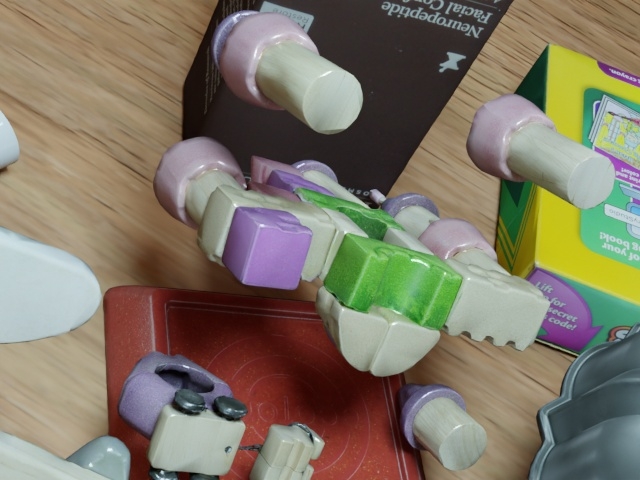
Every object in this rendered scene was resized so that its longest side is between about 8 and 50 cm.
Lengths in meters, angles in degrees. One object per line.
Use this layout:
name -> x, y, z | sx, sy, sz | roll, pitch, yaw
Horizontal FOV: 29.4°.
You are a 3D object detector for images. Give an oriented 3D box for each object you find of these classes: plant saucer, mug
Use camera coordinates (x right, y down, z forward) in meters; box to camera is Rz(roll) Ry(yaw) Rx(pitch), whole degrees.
plant saucer -> -0.032, 0.141, 0.945 | 0.258, 0.048, 0.259 | 7, 52, -21
mug -> -0.294, -0.075, 0.997 | 0.064, 0.078, 0.062 | -38, 108, -33

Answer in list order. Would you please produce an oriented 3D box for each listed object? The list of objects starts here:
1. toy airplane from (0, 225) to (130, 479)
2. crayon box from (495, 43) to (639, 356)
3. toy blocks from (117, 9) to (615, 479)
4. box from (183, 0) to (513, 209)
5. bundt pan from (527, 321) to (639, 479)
toy airplane -> -0.288, 0.130, 0.677 | 0.384, 0.272, 0.386 | -27, 101, -26
crayon box -> 0.359, -0.002, 1.209 | 0.363, 0.106, 0.313 | 21, 49, -9
toy blocks -> 0.000, 0.000, 0.931 | 0.288, 0.309, 0.260 | 14, 15, -31
box -> 0.024, -0.191, 1.013 | 0.191, 0.381, 0.143 | 11, 52, -16
bundt pan -> 0.319, 0.179, 0.852 | 0.331, 0.124, 0.331 | 8, 58, -13
